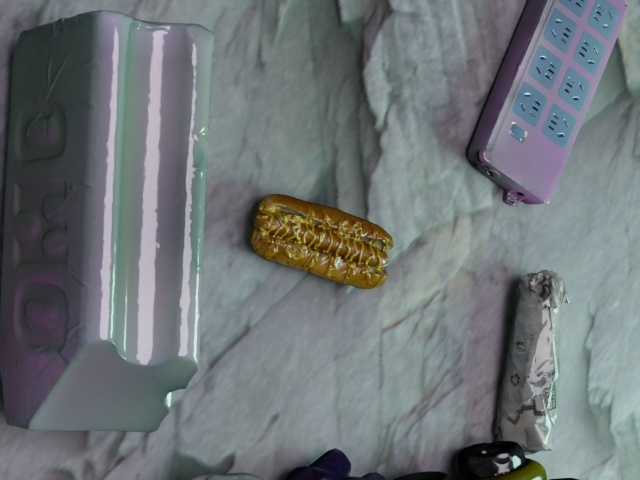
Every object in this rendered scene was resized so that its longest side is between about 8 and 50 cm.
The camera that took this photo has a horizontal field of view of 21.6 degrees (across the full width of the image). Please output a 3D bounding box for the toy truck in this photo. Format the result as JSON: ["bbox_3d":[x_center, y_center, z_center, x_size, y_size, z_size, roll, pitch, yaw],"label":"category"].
[{"bbox_3d":[0.179,0.294,1.687,0.224,0.165,0.147,-11,96,-41],"label":"toy truck"}]

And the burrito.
[{"bbox_3d":[0.228,0.132,1.794,0.064,0.064,0.203,11,84,-32],"label":"burrito"}]

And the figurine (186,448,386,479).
[{"bbox_3d":[-0.099,0.324,1.525,0.421,0.154,0.193,-41,107,-28],"label":"figurine"}]

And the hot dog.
[{"bbox_3d":[0.000,0.000,1.657,0.165,0.045,0.071,18,82,-32],"label":"hot dog"}]

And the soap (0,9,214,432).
[{"bbox_3d":[-0.189,-0.009,1.440,0.115,0.208,0.347,3,88,-31],"label":"soap"}]

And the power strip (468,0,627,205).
[{"bbox_3d":[0.247,-0.174,1.824,0.109,0.037,0.279,32,73,-29],"label":"power strip"}]
